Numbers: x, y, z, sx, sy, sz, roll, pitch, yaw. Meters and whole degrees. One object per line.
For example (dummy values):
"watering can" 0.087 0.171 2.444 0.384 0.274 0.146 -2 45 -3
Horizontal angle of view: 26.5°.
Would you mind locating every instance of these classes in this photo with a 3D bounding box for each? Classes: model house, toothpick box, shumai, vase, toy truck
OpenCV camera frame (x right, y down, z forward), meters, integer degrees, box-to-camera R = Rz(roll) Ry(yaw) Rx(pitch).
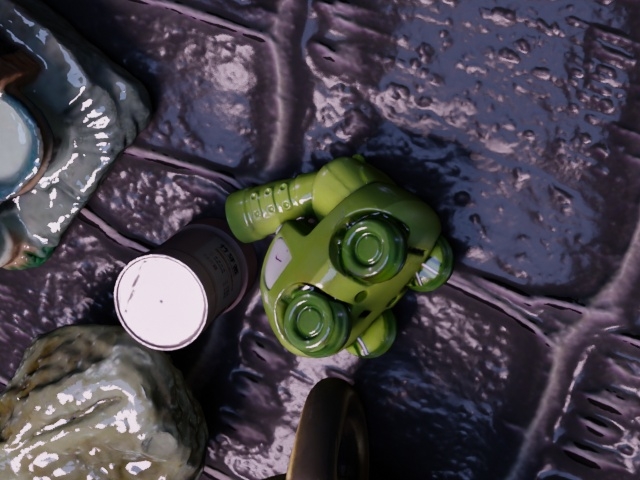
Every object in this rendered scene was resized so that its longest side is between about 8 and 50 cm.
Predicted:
"model house" -0.351 -0.075 1.291 0.194 0.325 0.267 41 112 5
"toothpick box" -0.131 0.040 1.348 0.098 0.149 0.098 4 105 16
"shumai" -0.242 0.218 1.357 0.225 0.222 0.260 46 135 -12
"vase" 0.004 0.299 1.333 0.241 0.302 0.329 4 88 16
"toy truck" 0.018 0.001 1.307 0.187 0.148 0.210 -35 68 24
